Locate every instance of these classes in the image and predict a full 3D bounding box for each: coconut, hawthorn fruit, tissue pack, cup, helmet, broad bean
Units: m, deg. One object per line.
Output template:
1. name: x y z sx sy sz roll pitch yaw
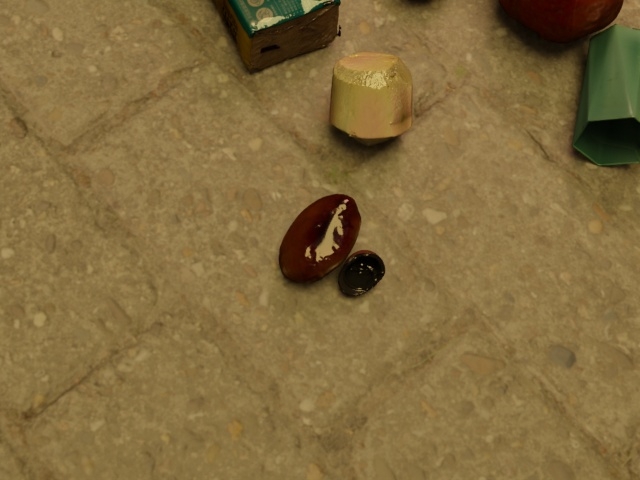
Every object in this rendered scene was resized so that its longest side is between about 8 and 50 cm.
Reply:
1. coconut: 0.086 -0.238 1.504 0.147 0.152 0.147 1 27 0
2. hawthorn fruit: 0.444 -0.495 1.589 0.258 0.262 0.258 -20 50 26
3. tissue pack: -0.103 -0.466 1.579 0.192 0.134 0.271 -23 72 -13
4. cup: 0.533 -0.267 1.574 0.148 0.134 0.235 -2 56 21
5. helmet: 0.064 0.048 1.434 0.084 0.049 0.065 -36 111 7
6. broad bean: 0.000 0.000 1.427 0.114 0.084 0.165 14 63 38
